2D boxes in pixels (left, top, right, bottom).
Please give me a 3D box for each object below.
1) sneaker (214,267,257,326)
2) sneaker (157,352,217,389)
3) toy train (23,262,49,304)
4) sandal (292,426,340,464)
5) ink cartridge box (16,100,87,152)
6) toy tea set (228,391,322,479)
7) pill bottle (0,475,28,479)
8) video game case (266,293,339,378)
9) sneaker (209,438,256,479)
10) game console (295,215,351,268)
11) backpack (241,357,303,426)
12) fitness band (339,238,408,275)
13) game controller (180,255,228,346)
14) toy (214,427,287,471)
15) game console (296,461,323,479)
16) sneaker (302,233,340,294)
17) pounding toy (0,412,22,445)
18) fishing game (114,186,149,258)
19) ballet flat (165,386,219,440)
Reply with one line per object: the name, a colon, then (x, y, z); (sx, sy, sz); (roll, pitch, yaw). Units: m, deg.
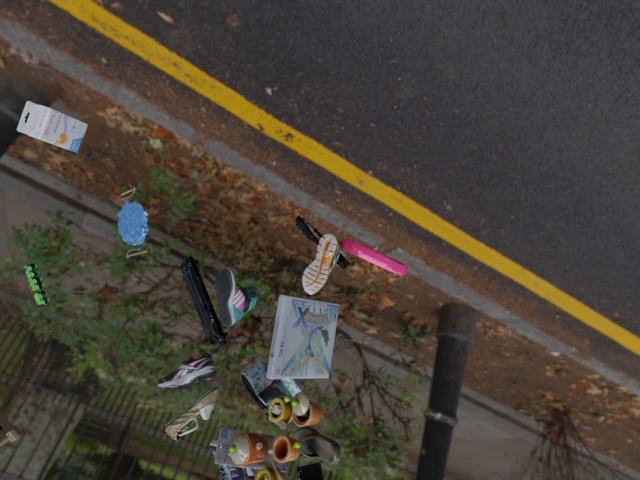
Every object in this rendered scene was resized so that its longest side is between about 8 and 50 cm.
sneaker: (-0.366, 0.228, 2.154); (0.124, 0.178, 0.295); (23, 124, 30)
sneaker: (-0.387, 0.382, 1.403); (0.178, 0.077, 0.072); (-18, 149, 3)
toy train: (-0.527, 0.081, 0.888); (0.024, 0.017, 0.083); (-8, 104, 20)
sandal: (-0.026, 0.627, 1.454); (0.060, 0.090, 0.219); (0, 179, -37)
ink cartridge box: (-0.850, -0.360, 1.530); (0.062, 0.104, 0.181); (20, -179, 23)
toy tea set: (-0.145, 0.563, 1.384); (0.124, 0.336, 0.200); (27, -174, -43)
pill bottle: (-0.697, 0.620, 1.027); (0.112, 0.186, 0.112); (16, 162, 5)
video game case: (-0.057, 0.372, 1.828); (0.036, 0.299, 0.329); (2, 170, 40)
sneaker: (-0.337, 0.861, 1.734); (0.268, 0.153, 0.101); (52, 138, -6)
game console: (0.000, 0.000, 1.761); (0.213, 0.044, 0.361); (45, -178, 19)
backpack: (-0.199, 0.594, 1.944); (0.253, 0.191, 0.225); (19, 144, 52)
fitness band: (0.206, 0.061, 1.871); (0.291, 0.054, 0.209); (24, -179, -7)
game controller: (-0.385, 0.208, 1.605); (0.067, 0.319, 0.166); (-22, 169, -11)
toy: (-0.221, 0.683, 1.597); (0.237, 0.137, 0.056); (15, 117, -11)
game console: (-0.013, 0.600, 1.141); (0.071, 0.122, 0.107); (-13, 151, 7)
sneaker: (0.013, 0.085, 1.609); (0.084, 0.214, 0.083); (28, -178, 26)
pounding toy: (-1.016, 0.598, 1.452); (0.094, 0.206, 0.181); (63, 180, -3)
fishing game: (-0.740, -0.071, 1.909); (0.189, 0.264, 0.041); (-17, 175, 33)
ballet flat: (-0.389, 0.551, 1.512); (0.067, 0.206, 0.073); (49, 176, 23)
